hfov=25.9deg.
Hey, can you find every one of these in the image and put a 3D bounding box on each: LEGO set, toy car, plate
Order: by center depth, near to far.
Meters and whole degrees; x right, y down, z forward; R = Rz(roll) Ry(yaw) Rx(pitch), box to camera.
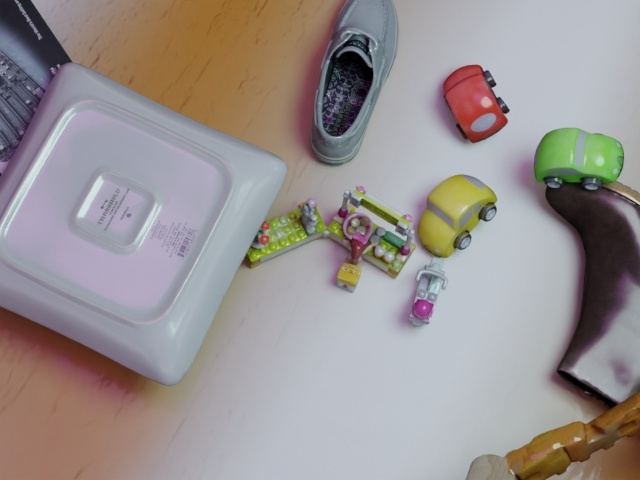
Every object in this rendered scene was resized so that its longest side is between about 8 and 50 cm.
[{"bbox_3d":[-0.212,-0.027,1.453,0.278,0.045,0.277,25,74,4],"label":"plate"},{"bbox_3d":[0.000,0.000,1.503,0.287,0.107,0.132,10,71,0],"label":"LEGO set"},{"bbox_3d":[0.218,-0.097,1.527,0.225,0.053,0.239,2,69,28],"label":"toy car"}]

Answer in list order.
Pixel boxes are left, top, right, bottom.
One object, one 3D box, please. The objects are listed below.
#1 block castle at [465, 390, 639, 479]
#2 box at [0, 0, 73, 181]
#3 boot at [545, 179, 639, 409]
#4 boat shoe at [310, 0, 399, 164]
[{"bbox_3d":[0.357,0.357,1.297,0.303,0.213,0.453,-30,53,4],"label":"block castle"},{"bbox_3d":[-0.395,-0.156,1.547,0.242,0.076,0.307,-31,77,-12],"label":"box"},{"bbox_3d":[0.312,0.057,1.510,0.248,0.090,0.207,35,71,4],"label":"boot"},{"bbox_3d":[0.042,-0.199,1.585,0.079,0.081,0.227,14,72,1],"label":"boat shoe"}]
